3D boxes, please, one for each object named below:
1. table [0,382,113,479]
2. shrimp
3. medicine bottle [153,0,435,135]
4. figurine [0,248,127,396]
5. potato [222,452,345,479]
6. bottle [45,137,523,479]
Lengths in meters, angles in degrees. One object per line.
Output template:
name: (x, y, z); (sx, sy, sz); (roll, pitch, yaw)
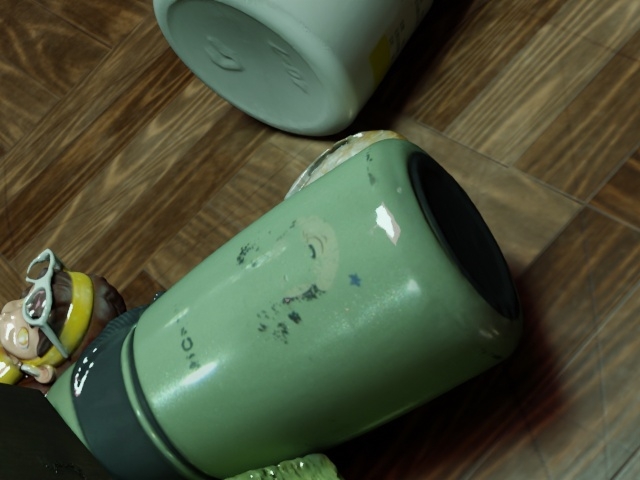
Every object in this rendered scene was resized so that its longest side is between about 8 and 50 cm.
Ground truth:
table: (-0.233, 0.184, 0.729); (0.169, 0.193, 0.172); (-46, 68, 3)
shrimp: (0.000, 0.000, 0.983); (0.126, 0.047, 0.223); (12, 63, 44)
medicine bottle: (0.024, -0.282, 1.098); (0.208, 0.208, 0.339); (14, 62, 42)
figurine: (-0.268, 0.105, 1.028); (0.240, 0.116, 0.174); (-28, 40, 20)
potato: (-0.091, 0.296, 0.663); (0.213, 0.330, 0.280); (46, 107, 22)
bottle: (-0.042, 0.079, 0.844); (0.347, 0.168, 0.168); (-31, 41, 21)
